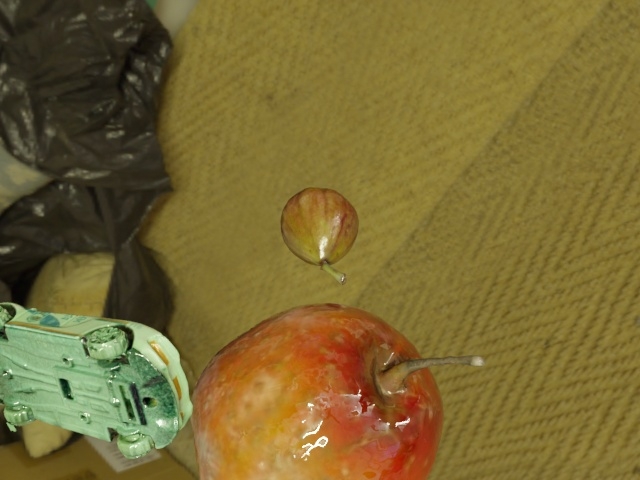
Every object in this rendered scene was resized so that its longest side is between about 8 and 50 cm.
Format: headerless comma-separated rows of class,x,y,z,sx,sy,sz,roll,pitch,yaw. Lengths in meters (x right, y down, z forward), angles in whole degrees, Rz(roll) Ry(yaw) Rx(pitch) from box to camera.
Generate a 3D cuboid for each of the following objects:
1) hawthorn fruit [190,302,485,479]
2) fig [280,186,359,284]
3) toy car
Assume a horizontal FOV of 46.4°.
hawthorn fruit,0.008,0.170,0.714,0.263,0.231,0.235,-29,39,-3
fig,0.000,0.000,0.817,0.089,0.089,0.125,-45,29,27
toy car,-0.164,0.081,0.492,0.186,0.058,0.093,5,120,28
